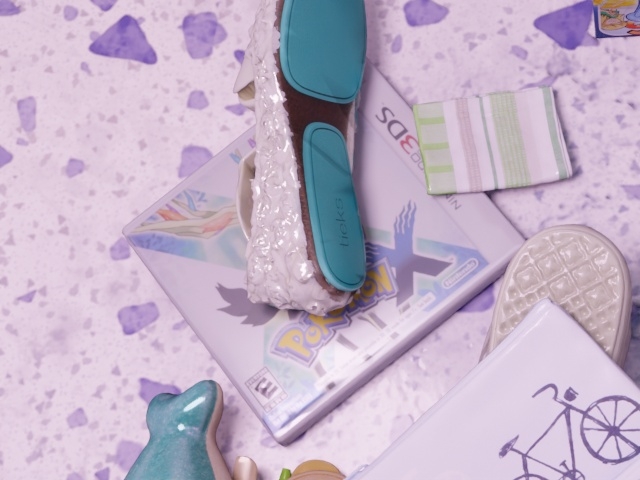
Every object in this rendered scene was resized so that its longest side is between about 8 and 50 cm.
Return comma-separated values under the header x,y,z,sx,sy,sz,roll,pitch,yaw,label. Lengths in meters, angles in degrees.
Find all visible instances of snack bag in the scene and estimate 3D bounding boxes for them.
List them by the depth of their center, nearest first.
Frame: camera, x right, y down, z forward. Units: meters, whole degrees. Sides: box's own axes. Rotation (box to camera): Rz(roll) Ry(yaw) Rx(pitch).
x,y,z,sx,sy,sz,roll,pitch,yaw,label
0.208,0.265,1.302,0.323,0.037,0.342,-44,77,14,snack bag

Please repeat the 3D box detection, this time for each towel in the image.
x,y,z,sx,sy,sz,roll,pitch,yaw,label
0.178,-0.105,1.513,0.152,0.023,0.113,-7,64,-4,towel

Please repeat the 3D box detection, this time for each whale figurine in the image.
x,y,z,sx,sy,sz,roll,pitch,yaw,label
-0.155,0.268,1.412,0.216,0.141,0.272,-20,62,45,whale figurine

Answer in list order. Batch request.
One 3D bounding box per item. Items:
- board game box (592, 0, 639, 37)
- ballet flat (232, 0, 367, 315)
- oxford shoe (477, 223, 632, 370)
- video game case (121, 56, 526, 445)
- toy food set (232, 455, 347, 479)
x,y,z,sx,sy,sz,roll,pitch,yaw,label
0.378,-0.253,1.477,0.201,0.136,0.035,-1,73,13,board game box
-0.035,-0.119,1.499,0.147,0.147,0.409,-4,71,11,ballet flat
0.194,0.203,1.393,0.169,0.130,0.449,17,93,13,oxford shoe
0.000,0.000,1.536,0.329,0.036,0.300,-38,69,-1,video game case
0.001,0.287,1.454,0.192,0.038,0.132,9,83,9,toy food set
